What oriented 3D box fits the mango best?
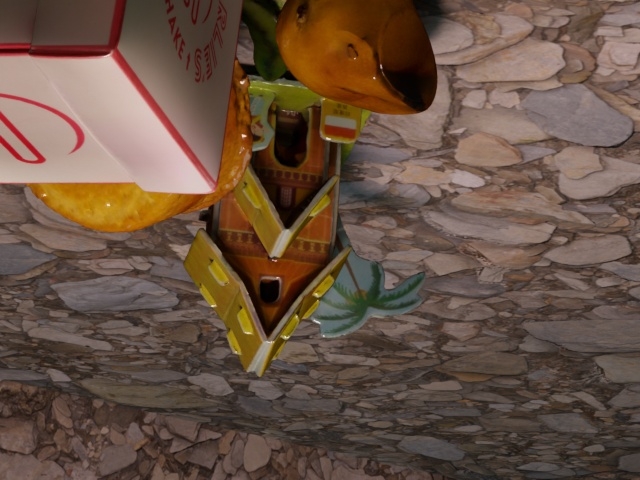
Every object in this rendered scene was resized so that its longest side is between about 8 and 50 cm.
[{"bbox_3d":[0.043,-0.215,1.869,0.166,0.136,0.236,9,169,30],"label":"mango"}]

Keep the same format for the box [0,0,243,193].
[{"bbox_3d":[-0.256,-0.243,1.594,0.300,0.314,0.312,2,160,14],"label":"box"}]

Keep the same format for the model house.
[{"bbox_3d":[0.000,0.000,2.174,0.340,0.324,0.300,8,160,-9],"label":"model house"}]

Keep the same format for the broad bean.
[{"bbox_3d":[-0.073,-0.241,1.952,0.069,0.039,0.227,-9,156,16],"label":"broad bean"}]

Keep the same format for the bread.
[{"bbox_3d":[-0.227,-0.149,1.888,0.312,0.172,0.312,17,127,25],"label":"bread"}]
